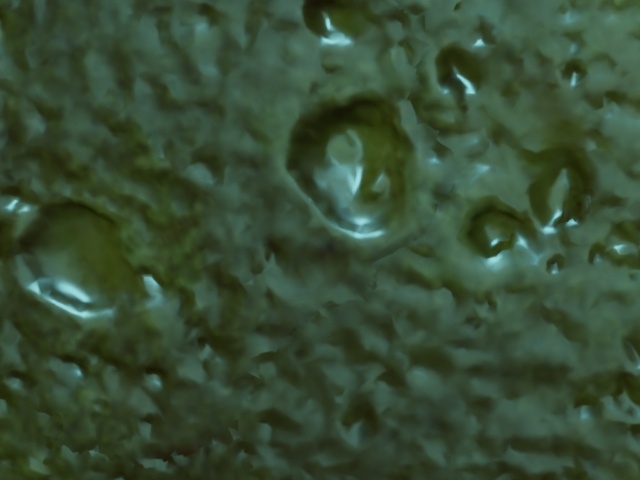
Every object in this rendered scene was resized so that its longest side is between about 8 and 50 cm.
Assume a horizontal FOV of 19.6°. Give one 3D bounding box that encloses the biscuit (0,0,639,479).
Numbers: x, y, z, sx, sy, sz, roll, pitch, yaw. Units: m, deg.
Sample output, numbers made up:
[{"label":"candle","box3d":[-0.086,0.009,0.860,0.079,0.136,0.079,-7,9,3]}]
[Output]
[{"label":"biscuit","box3d":[0.000,0.000,0.546,0.257,0.049,0.273,-15,96,14]}]
